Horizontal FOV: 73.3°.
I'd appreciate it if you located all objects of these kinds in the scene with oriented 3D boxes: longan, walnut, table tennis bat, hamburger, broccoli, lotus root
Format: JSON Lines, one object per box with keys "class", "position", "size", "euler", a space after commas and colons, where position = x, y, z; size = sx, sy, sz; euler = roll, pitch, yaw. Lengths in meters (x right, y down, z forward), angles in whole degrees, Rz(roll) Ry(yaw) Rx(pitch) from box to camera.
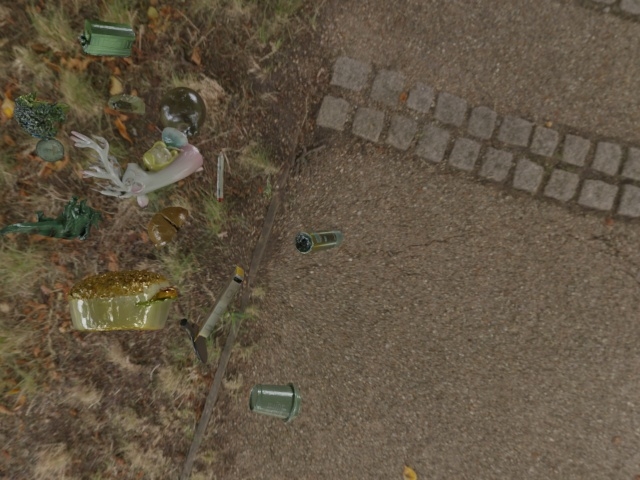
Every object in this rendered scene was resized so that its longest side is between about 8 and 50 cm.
{"class": "longan", "position": [-0.521, -0.481, 1.643], "size": [0.185, 0.159, 0.204], "euler": [-33, 81, 18]}
{"class": "walnut", "position": [-0.544, -0.055, 1.490], "size": [0.087, 0.211, 0.167], "euler": [36, 66, -24]}
{"class": "table tennis bat", "position": [-0.447, 0.351, 1.542], "size": [0.027, 0.236, 0.150], "euler": [-18, 50, -5]}
{"class": "hamburger", "position": [-0.571, 0.172, 1.253], "size": [0.294, 0.276, 0.179], "euler": [3, 82, -25]}
{"class": "broccoli", "position": [-0.884, -0.403, 1.377], "size": [0.154, 0.167, 0.160], "euler": [40, 44, -9]}
{"class": "lotus root", "position": [-0.796, -0.564, 1.763], "size": [0.143, 0.144, 0.070], "euler": [4, 102, -18]}

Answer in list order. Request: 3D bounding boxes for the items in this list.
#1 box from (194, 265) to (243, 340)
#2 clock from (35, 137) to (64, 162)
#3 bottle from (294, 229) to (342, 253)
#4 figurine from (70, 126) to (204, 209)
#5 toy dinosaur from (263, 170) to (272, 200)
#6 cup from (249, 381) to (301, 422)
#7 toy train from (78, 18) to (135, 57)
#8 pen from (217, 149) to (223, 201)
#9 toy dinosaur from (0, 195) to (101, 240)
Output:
{"class": "box", "position": [-0.319, 0.202, 1.371], "size": [0.033, 0.129, 0.247], "euler": [32, 92, -14]}
{"class": "clock", "position": [-0.915, -0.307, 1.458], "size": [0.085, 0.017, 0.085], "euler": [-4, 96, -38]}
{"class": "bottle", "position": [0.000, 0.000, 1.689], "size": [0.082, 0.286, 0.082], "euler": [2, 94, 26]}
{"class": "figurine", "position": [-0.586, -0.242, 1.366], "size": [0.284, 0.206, 0.316], "euler": [43, 53, 0]}
{"class": "toy dinosaur", "position": [-0.174, -0.175, 1.427], "size": [0.026, 0.113, 0.041], "euler": [9, 41, 4]}
{"class": "cup", "position": [-0.143, 0.497, 1.329], "size": [0.141, 0.120, 0.120], "euler": [13, 83, -23]}
{"class": "toy train", "position": [-0.382, -0.362, 0.776], "size": [0.093, 0.056, 0.038], "euler": [-17, 78, -43]}
{"class": "pen", "position": [-0.412, -0.266, 1.772], "size": [0.026, 0.026, 0.218], "euler": [1, 88, -10]}
{"class": "toy dinosaur", "position": [-0.661, -0.060, 1.099], "size": [0.079, 0.292, 0.120], "euler": [9, 91, 12]}
